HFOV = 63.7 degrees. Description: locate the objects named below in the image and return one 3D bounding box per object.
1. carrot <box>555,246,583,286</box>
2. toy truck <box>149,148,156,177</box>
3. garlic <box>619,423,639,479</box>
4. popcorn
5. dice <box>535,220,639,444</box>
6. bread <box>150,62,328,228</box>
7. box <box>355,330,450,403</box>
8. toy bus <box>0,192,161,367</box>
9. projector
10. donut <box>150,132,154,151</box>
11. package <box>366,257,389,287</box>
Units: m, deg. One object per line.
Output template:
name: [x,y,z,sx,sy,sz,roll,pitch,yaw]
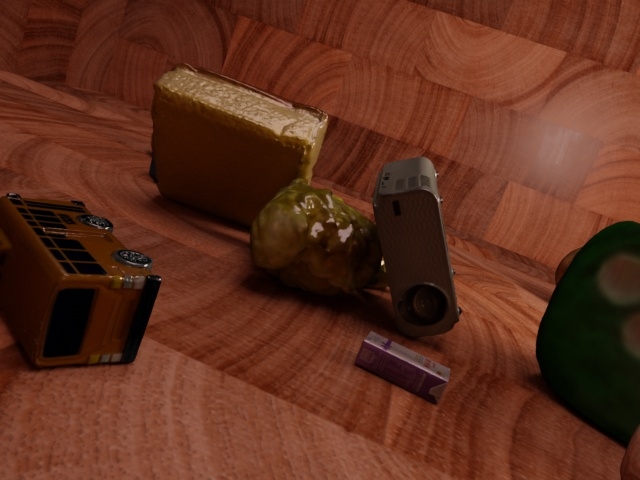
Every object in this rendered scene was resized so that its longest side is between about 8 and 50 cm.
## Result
carrot: [0.867,0.150,1.530,0.225,0.224,0.340,17,12,-18]
toy truck: [-0.290,-0.207,1.396,0.175,0.146,0.367,22,11,28]
garlic: [0.358,0.250,0.525,0.099,0.124,0.174,-3,-37,35]
popcorn: [0.000,0.000,0.893,0.226,0.173,0.286,24,10,-4]
dice: [0.545,0.157,0.798,0.287,0.296,0.300,14,13,-44]
bread: [-0.171,-0.171,1.068,0.334,0.323,0.143,21,54,-2]
box: [0.106,0.162,0.665,0.117,0.036,0.051,25,13,15]
toy bus: [-0.255,0.032,0.506,0.114,0.098,0.201,7,19,-48]
projector: [0.165,0.005,0.868,0.108,0.250,0.198,-8,21,14]
donut: [-0.444,-0.289,1.645,0.199,0.085,0.233,17,13,-18]
package: [0.088,0.035,1.071,0.169,0.090,0.226,5,22,-41]
